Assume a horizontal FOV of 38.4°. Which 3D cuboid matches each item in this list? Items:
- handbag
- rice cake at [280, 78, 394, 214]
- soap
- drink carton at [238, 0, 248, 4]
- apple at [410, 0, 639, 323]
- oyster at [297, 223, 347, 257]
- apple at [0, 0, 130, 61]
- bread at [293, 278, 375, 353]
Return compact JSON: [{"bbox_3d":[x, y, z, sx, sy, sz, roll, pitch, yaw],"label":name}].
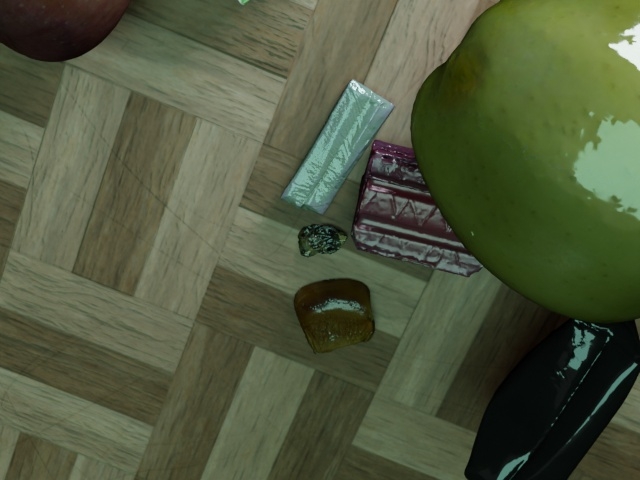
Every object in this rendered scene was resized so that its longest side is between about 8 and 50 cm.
[{"bbox_3d":[0.367,0.222,1.397,0.152,0.288,0.342,36,108,14],"label":"handbag"},{"bbox_3d":[0.024,-0.138,1.425,0.080,0.042,0.222,29,108,-10],"label":"rice cake"},{"bbox_3d":[0.179,-0.041,1.415,0.250,0.099,0.162,15,109,0],"label":"soap"},{"bbox_3d":[-0.056,-0.478,1.281,0.271,0.108,0.161,-37,102,15],"label":"drink carton"},{"bbox_3d":[0.357,-0.134,1.190,0.473,0.473,0.474,1,109,4],"label":"apple"},{"bbox_3d":[0.003,0.000,1.485,0.083,0.019,0.054,-8,108,7],"label":"oyster"},{"bbox_3d":[-0.404,-0.391,1.254,0.305,0.306,0.235,29,84,-5],"label":"apple"},{"bbox_3d":[0.026,0.128,1.516,0.129,0.044,0.126,-14,108,6],"label":"bread"}]
